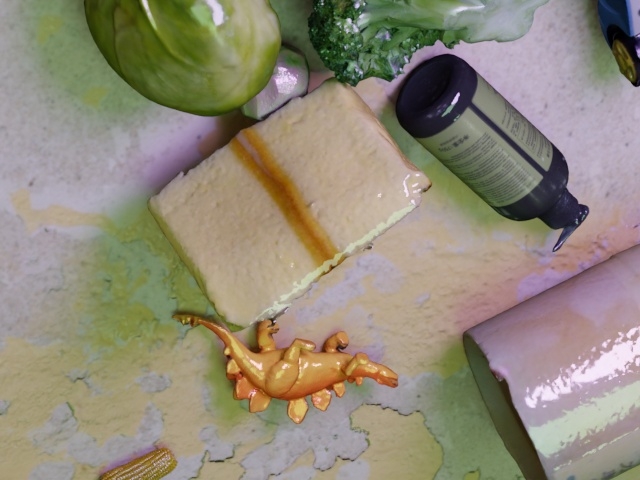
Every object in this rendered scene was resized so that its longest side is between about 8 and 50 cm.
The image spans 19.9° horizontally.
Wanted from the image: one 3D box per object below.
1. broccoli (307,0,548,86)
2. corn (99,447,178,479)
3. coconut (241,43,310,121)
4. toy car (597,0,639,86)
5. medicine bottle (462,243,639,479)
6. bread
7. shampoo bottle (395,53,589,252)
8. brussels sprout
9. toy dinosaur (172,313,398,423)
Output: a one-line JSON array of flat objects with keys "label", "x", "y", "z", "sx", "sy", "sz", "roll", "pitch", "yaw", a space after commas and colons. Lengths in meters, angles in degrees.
[{"label": "broccoli", "x": 0.117, "y": -0.274, "z": 1.826, "sx": 0.294, "sy": 0.245, "sz": 0.265, "roll": -31, "pitch": 135, "yaw": -3}, {"label": "corn", "x": -0.211, "y": 0.271, "z": 2.129, "sx": 0.092, "sy": 0.037, "sz": 0.037, "roll": -26, "pitch": 124, "yaw": -10}, {"label": "coconut", "x": -0.051, "y": -0.171, "z": 1.915, "sx": 0.082, "sy": 0.083, "sz": 0.081, "roll": -18, "pitch": 109, "yaw": -23}, {"label": "toy car", "x": 0.373, "y": -0.313, "z": 1.942, "sx": 0.198, "sy": 0.166, "sz": 0.314, "roll": -28, "pitch": 141, "yaw": -4}, {"label": "medicine bottle", "x": 0.396, "y": 0.124, "z": 2.157, "sx": 0.406, "sy": 0.236, "sz": 0.236, "roll": -25, "pitch": 124, "yaw": -5}, {"label": "bread", "x": 0.000, "y": 0.000, "z": 1.944, "sx": 0.263, "sy": 0.198, "sz": 0.236, "roll": -34, "pitch": 151, "yaw": 3}, {"label": "shampoo bottle", "x": 0.206, "y": -0.091, "z": 2.044, "sx": 0.101, "sy": 0.101, "sz": 0.284, "roll": -46, "pitch": 124, "yaw": 8}, {"label": "brussels sprout", "x": -0.133, "y": -0.219, "z": 1.784, "sx": 0.161, "sy": 0.223, "sz": 0.223, "roll": -41, "pitch": 125, "yaw": -13}, {"label": "toy dinosaur", "x": -0.045, "y": 0.153, "z": 2.110, "sx": 0.288, "sy": 0.070, "sz": 0.117, "roll": 11, "pitch": 114, "yaw": -21}]
